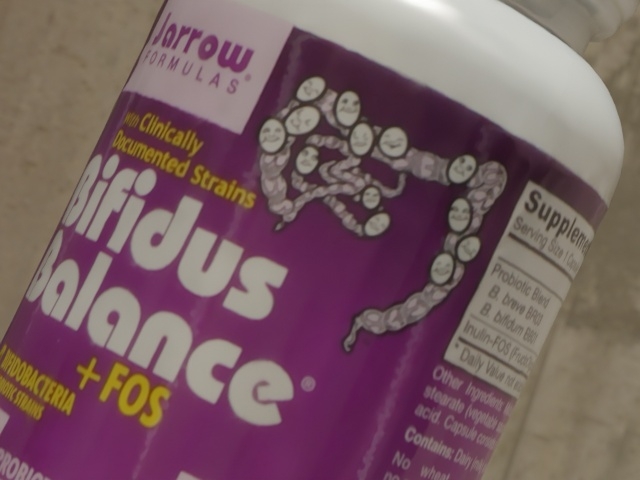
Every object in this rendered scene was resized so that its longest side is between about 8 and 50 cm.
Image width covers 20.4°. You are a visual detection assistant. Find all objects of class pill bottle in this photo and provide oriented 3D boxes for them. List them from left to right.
[{"bbox_3d":[0.000,0.000,0.609,0.301,0.169,0.169,-65,169,-3],"label":"pill bottle"}]
